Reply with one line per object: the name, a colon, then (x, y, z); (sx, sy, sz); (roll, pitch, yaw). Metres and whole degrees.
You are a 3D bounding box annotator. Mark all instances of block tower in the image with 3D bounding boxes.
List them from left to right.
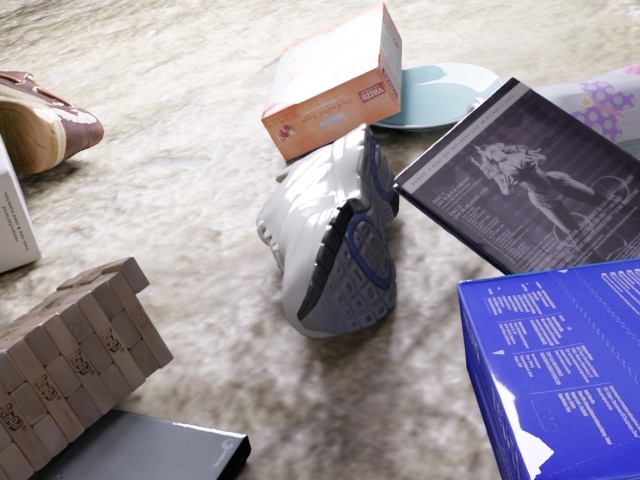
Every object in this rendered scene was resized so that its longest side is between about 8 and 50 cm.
block tower: (-0.255, 0.139, 0.703); (0.091, 0.097, 0.335); (-13, 22, 46)

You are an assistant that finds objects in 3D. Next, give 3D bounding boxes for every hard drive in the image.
hard drive: (-0.131, 0.172, 0.705); (0.135, 0.022, 0.094); (5, 35, 25)

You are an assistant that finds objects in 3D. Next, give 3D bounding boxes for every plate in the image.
plate: (0.133, -0.174, 1.176); (0.188, 0.024, 0.188); (-8, 32, 5)

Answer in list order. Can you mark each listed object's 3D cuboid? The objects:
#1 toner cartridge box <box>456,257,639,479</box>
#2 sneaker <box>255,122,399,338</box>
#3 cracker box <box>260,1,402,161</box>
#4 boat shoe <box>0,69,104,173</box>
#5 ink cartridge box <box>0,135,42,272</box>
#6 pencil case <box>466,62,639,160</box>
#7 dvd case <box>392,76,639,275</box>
toner cartridge box: (0.183, 0.092, 0.572); (0.165, 0.075, 0.348); (-7, 12, 5)
sneaker: (0.000, 0.000, 0.890); (0.129, 0.111, 0.297); (-19, 24, 19)
cracker box: (0.020, -0.204, 1.183); (0.155, 0.067, 0.232); (-22, 28, 18)
boat shoe: (-0.427, -0.173, 1.289); (0.342, 0.123, 0.123); (16, 27, 38)
ink cartridge box: (-0.468, -0.021, 1.042); (0.272, 0.115, 0.198); (-20, 32, -14)
pencil case: (0.280, -0.111, 0.937); (0.273, 0.114, 0.124); (-13, 18, -4)
dvd case: (0.198, -0.036, 0.823); (0.164, 0.018, 0.221); (-41, 64, -18)
